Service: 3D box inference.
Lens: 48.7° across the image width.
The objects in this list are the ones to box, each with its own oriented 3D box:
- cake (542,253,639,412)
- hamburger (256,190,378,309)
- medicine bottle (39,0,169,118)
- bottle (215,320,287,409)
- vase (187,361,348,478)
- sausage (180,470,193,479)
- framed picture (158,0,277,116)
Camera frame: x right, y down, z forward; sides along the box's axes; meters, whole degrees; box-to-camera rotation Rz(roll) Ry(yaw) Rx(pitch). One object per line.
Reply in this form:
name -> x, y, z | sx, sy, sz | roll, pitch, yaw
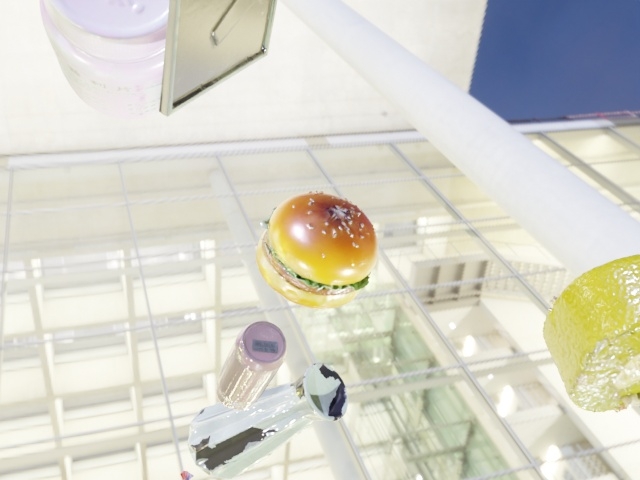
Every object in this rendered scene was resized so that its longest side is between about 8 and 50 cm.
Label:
cake -> 0.433, 0.136, 1.013 | 0.179, 0.156, 0.260 | -11, -41, -5
hamburger -> -0.001, 0.001, 1.356 | 0.246, 0.246, 0.170 | 4, -44, -24
medicine bottle -> -0.198, -0.220, 0.708 | 0.152, 0.254, 0.152 | 1, -94, -12
bottle -> -0.073, 0.132, 0.732 | 0.053, 0.053, 0.140 | -2, -30, -20
vase -> -0.112, 0.361, 1.413 | 0.165, 0.165, 0.360 | 30, -47, -34
sausage -> -0.140, 0.309, 0.717 | 0.050, 0.145, 0.048 | -3, -25, -5
framed picture -> -0.076, -0.174, 0.571 | 0.149, 0.011, 0.109 | -47, -18, -46
